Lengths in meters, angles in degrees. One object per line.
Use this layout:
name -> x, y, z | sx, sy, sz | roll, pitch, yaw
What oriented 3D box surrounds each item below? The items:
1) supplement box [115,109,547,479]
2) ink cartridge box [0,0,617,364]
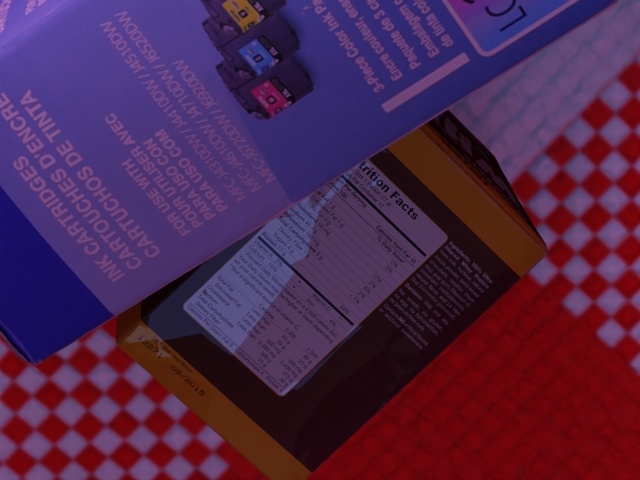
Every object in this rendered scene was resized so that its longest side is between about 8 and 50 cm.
supplement box -> 0.000, 0.000, 1.063 | 0.194, 0.191, 0.129 | -44, 106, 10
ink cartridge box -> -0.068, -0.110, 0.963 | 0.395, 0.270, 0.151 | -33, 111, 14
